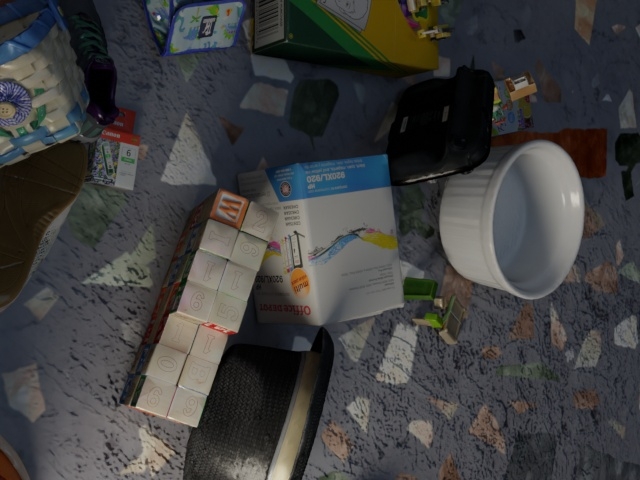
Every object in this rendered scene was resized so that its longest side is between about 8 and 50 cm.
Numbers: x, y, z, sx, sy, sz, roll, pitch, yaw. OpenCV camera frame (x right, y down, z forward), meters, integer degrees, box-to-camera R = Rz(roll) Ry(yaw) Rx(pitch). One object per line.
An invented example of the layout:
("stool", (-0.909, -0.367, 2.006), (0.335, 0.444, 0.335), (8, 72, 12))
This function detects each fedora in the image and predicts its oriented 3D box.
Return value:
("fedora", (-0.098, 0.262, 1.253), (0.152, 0.334, 0.334), (18, 76, -4))

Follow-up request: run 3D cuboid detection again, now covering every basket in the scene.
("basket", (-0.400, -0.222, 1.014), (0.254, 0.201, 0.289), (-24, 116, 6))

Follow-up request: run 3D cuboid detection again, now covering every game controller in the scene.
("game controller", (0.189, -0.184, 1.444), (0.067, 0.166, 0.319), (58, 27, -24))

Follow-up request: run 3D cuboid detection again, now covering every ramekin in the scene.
("ramekin", (0.337, -0.041, 1.618), (0.277, 0.135, 0.277), (-6, 100, -40))

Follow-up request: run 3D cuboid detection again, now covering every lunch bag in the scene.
("lunch bag", (-0.180, -0.343, 1.292), (0.128, 0.096, 0.151), (-18, 113, -38))

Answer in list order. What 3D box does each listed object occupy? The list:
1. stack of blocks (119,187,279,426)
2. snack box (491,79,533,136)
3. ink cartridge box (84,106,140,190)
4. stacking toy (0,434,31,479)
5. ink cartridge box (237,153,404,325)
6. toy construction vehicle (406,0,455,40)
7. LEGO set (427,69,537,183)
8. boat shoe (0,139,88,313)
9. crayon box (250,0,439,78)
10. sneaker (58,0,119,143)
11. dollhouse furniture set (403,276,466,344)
("stack of blocks", (-0.166, 0.094, 1.224), (0.087, 0.171, 0.297), (23, 75, -17))
("snack box", (0.335, -0.248, 1.701), (0.141, 0.037, 0.100), (-14, 96, -36))
("ink cartridge box", (-0.281, -0.129, 1.243), (0.063, 0.029, 0.115), (12, 82, -35))
("stacking toy", (-0.377, 0.349, 0.876), (0.350, 0.480, 0.351), (2, 87, -36))
("ink cartridge box", (0.000, 0.000, 1.360), (0.168, 0.171, 0.233), (-10, 94, -36))
("toy construction vehicle", (0.186, -0.368, 1.471), (0.098, 0.035, 0.086), (-14, 98, -40))
("LEGO set", (0.252, -0.187, 1.582), (0.287, 0.132, 0.107), (-34, 116, -19))
("boat shoe", (-0.377, -0.021, 1.135), (0.098, 0.096, 0.277), (27, 52, -11))
("crayon box", (0.044, -0.462, 1.449), (0.313, 0.106, 0.363), (1, 88, -37))
("sneaker", (-0.295, -0.243, 1.180), (0.083, 0.098, 0.224), (-2, 80, -44))
("dollhouse furniture set", (0.198, 0.121, 1.596), (0.152, 0.058, 0.076), (47, 54, -47))
